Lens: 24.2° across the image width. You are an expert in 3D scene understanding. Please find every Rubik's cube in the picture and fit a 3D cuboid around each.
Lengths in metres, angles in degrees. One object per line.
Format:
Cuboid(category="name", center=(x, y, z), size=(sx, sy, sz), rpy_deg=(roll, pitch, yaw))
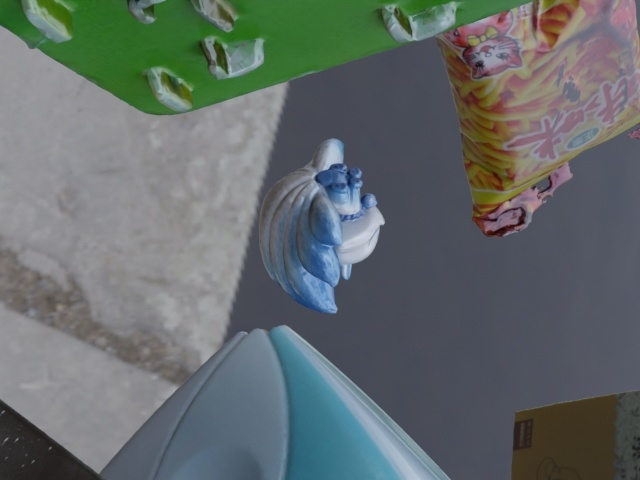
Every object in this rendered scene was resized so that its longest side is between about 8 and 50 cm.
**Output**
Cuboid(category="Rubik's cube", center=(-0.017, 0.346, 1.557), size=(0.352, 0.351, 0.347), rpy_deg=(-42, 132, 1))

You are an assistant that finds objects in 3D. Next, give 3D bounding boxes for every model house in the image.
Cuboid(category="model house", center=(0.018, -0.244, 0.688), size=(0.340, 0.300, 0.324), rpy_deg=(29, 48, -67))

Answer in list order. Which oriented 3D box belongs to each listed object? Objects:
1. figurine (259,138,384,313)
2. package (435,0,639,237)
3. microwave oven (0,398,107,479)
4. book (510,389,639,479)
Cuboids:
Cuboid(category="figurine", center=(0.000, 0.000, 0.946), size=(0.079, 0.114, 0.114), rpy_deg=(-2, 82, -7))
Cuboid(category="package", center=(0.206, -0.162, 1.335), size=(0.223, 0.108, 0.288), rpy_deg=(-26, 134, -10))
Cuboid(category="microwave oven", center=(-0.240, 0.349, 1.196), size=(0.236, 0.432, 0.374), rpy_deg=(-37, 129, -26))
Cuboid(category="book", center=(0.374, 0.316, 1.823), size=(0.032, 0.389, 0.269), rpy_deg=(19, 66, -33))
